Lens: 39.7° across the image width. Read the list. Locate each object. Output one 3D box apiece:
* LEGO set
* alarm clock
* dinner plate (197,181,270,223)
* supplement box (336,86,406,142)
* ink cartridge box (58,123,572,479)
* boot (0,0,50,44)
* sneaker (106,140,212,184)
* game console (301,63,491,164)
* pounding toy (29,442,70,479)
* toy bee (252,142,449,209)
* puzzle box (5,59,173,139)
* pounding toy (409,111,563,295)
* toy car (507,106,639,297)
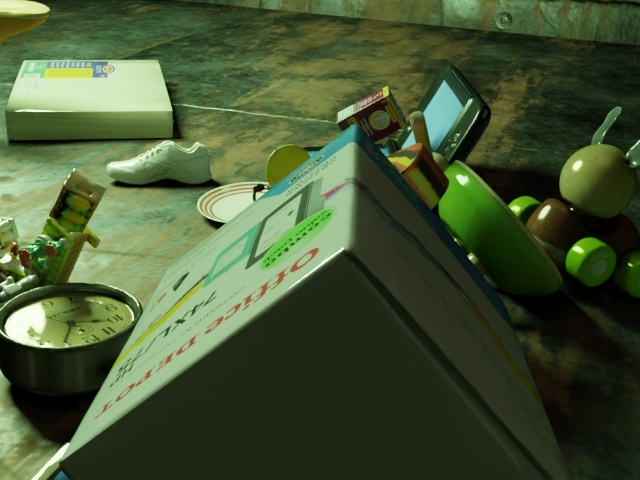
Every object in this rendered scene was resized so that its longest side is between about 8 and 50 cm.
[{"bbox_3d":[-0.316,0.023,0.866,0.287,0.132,0.107,-8,18,39],"label":"LEGO set"},{"bbox_3d":[-0.214,0.096,0.791,0.129,0.064,0.192,-16,26,-38],"label":"alarm clock"},{"bbox_3d":[-0.094,-0.046,1.192,0.141,0.017,0.141,-1,24,0],"label":"dinner plate"},{"bbox_3d":[0.071,-0.170,1.242,0.083,0.055,0.043,-28,23,14],"label":"supplement box"},{"bbox_3d":[0.006,0.084,0.567,0.198,0.197,0.270,-37,14,14],"label":"ink cartridge box"},{"bbox_3d":[-0.561,-0.272,1.424,0.295,0.211,0.104,-2,24,5],"label":"boot"},{"bbox_3d":[-0.236,-0.116,1.294,0.152,0.061,0.053,-3,26,-11],"label":"sneaker"},{"bbox_3d":[0.090,-0.154,1.296,0.173,0.250,0.293,26,20,-13],"label":"game console"},{"bbox_3d":[-0.134,0.191,0.532,0.130,0.100,0.141,9,24,16],"label":"pounding toy"},{"bbox_3d":[0.000,0.000,0.969,0.195,0.298,0.162,37,57,-4],"label":"toy bee"},{"bbox_3d":[-0.421,-0.268,1.637,0.272,0.052,0.409,-3,24,-12],"label":"puzzle box"},{"bbox_3d":[0.153,-0.006,0.998,0.237,0.110,0.183,51,4,18],"label":"pounding toy"},{"bbox_3d":[0.329,-0.056,1.024,0.149,0.188,0.155,12,18,-29],"label":"toy car"}]
